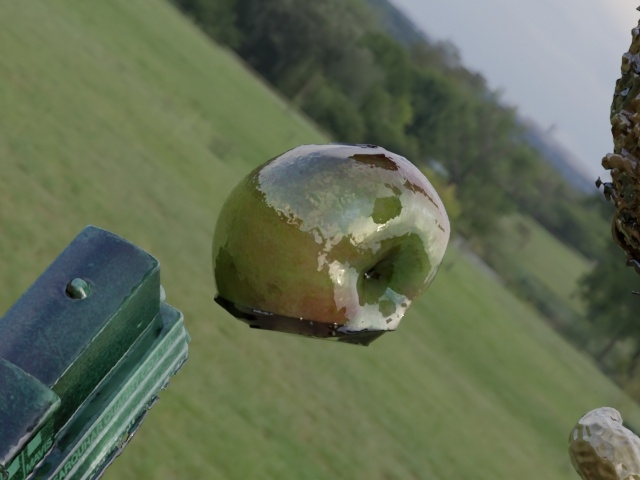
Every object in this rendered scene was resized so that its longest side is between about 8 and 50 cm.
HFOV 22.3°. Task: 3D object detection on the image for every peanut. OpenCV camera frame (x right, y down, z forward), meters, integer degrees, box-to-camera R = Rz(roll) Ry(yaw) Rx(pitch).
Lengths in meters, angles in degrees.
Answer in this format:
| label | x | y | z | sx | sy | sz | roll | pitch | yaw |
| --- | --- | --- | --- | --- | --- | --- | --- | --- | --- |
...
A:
| label | x | y | z | sx | sy | sz | roll | pitch | yaw |
| --- | --- | --- | --- | --- | --- | --- | --- | --- | --- |
| peanut | 0.366 | 0.312 | 1.950 | 0.197 | 0.110 | 0.233 | 19 | 60 | -67 |

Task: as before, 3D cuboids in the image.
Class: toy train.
| label | x | y | z | sx | sy | sz | roll | pitch | yaw |
| --- | --- | --- | --- | --- | --- | --- | --- | --- | --- |
| toy train | -0.240 | 0.127 | 1.447 | 0.139 | 0.330 | 0.178 | 27 | -36 | 15 |

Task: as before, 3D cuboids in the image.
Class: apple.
| label | x | y | z | sx | sy | sz | roll | pitch | yaw |
| --- | --- | --- | --- | --- | --- | --- | --- | --- | --- |
| apple | 0.000 | 0.000 | 1.407 | 0.188 | 0.207 | 0.173 | 32 | -29 | 53 |

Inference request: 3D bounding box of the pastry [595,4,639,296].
| label | x | y | z | sx | sy | sz | roll | pitch | yaw |
| --- | --- | --- | --- | --- | --- | --- | --- | --- | --- |
| pastry | 0.314 | -0.071 | 1.197 | 0.193 | 0.274 | 0.275 | 10 | -7 | 20 |
